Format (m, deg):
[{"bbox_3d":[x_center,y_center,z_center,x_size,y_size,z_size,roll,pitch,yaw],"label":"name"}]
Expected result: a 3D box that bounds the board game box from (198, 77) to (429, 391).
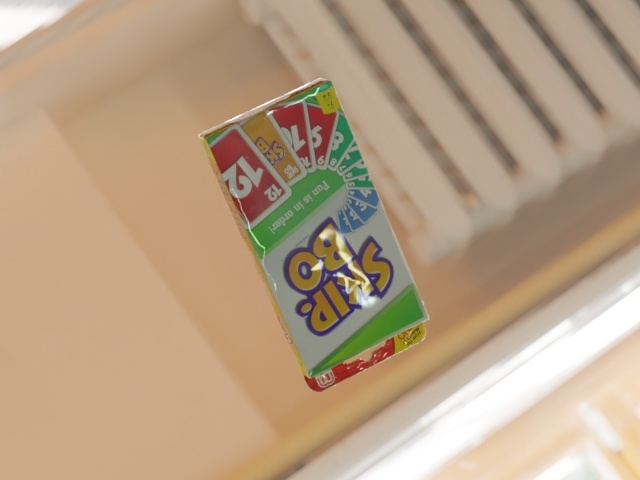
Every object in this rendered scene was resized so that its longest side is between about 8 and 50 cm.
[{"bbox_3d":[0.000,0.000,1.633,0.124,0.259,0.039,-26,-163,-11],"label":"board game box"}]
